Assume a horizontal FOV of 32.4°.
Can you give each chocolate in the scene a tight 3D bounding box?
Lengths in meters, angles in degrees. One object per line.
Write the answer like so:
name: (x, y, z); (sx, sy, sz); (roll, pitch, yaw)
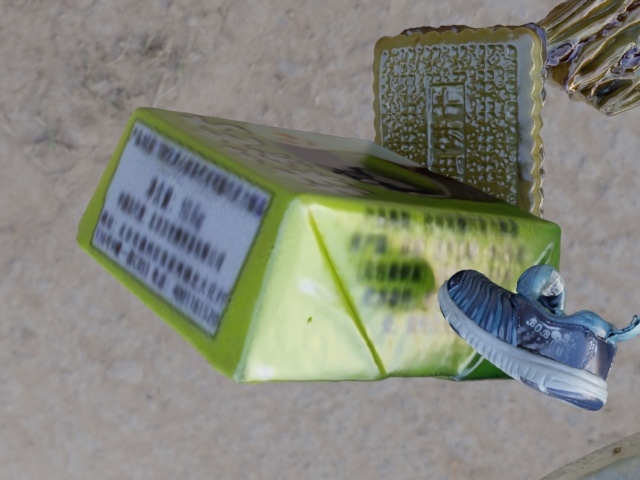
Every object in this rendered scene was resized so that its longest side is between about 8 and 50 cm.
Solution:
chocolate: (0.000, 0.000, 0.867); (0.288, 0.301, 0.137); (4, 105, -35)

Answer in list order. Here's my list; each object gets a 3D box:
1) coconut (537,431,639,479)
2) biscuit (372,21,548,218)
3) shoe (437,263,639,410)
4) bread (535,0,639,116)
coconut: (0.267, 0.273, 0.803); (0.237, 0.237, 0.266); (-30, 83, 30)
biscuit: (0.122, -0.067, 0.996); (0.172, 0.029, 0.255); (4, 99, 38)
shoe: (0.130, 0.049, 0.687); (0.064, 0.143, 0.071); (30, 92, -38)
bread: (0.403, -0.270, 1.425); (0.277, 0.324, 0.167); (-36, 87, 14)
